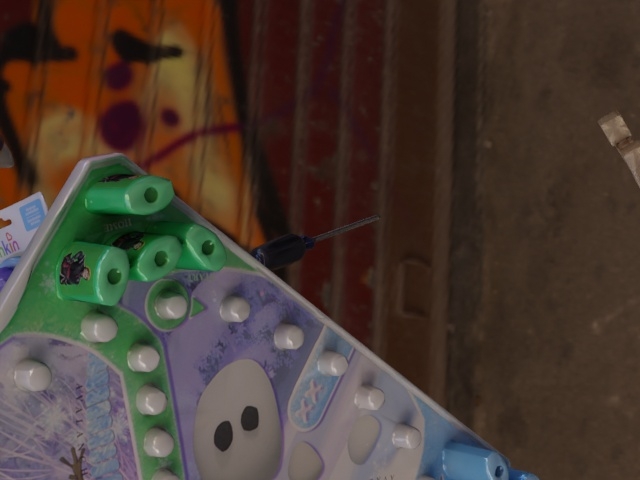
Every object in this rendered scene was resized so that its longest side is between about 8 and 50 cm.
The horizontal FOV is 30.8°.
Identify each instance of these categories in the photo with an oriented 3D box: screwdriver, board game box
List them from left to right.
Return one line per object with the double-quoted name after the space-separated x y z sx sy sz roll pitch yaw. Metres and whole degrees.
-0.059 0.218 0.604 0.050 0.390 0.390 5 62 49 "board game box"
0.000 0.000 0.905 0.024 0.170 0.025 41 118 20 "screwdriver"

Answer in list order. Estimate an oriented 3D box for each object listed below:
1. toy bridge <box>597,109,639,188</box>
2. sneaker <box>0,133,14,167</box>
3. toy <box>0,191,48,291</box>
0.321 -0.069 1.154 0.026 0.063 0.188 -30 25 13 "toy bridge"
-0.306 -0.024 0.829 0.185 0.084 0.069 -35 46 8 "sneaker"
-0.264 0.091 1.018 0.137 0.056 0.237 -19 90 41 "toy"
